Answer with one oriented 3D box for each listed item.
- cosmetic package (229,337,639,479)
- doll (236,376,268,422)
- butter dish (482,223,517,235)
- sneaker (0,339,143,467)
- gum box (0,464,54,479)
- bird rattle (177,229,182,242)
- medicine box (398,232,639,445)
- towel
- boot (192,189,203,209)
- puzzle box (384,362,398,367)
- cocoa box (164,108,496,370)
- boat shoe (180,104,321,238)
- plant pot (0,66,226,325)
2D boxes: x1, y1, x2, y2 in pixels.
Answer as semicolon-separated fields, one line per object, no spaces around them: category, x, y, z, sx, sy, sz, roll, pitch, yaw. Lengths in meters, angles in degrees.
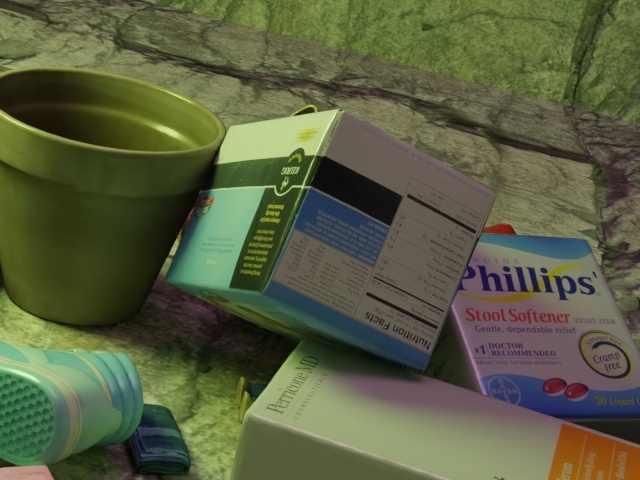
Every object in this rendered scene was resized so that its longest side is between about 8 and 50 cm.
cosmetic package;0.147;0.276;1.513;0.453;0.161;0.230;17;21;10
doll;-0.008;0.204;1.759;0.189;0.046;0.129;8;23;-12
butter dish;0.258;0.069;2.183;0.160;0.118;0.160;-14;76;-54
sneaker;-0.336;0.161;1.584;0.319;0.127;0.208;22;12;33
gum box;-0.331;0.274;1.357;0.188;0.062;0.107;1;25;-30
bird rattle;-0.105;0.025;2.117;0.207;0.143;0.253;-7;40;-19
medicine box;0.247;0.144;1.789;0.264;0.149;0.289;2;50;-26
towel;-0.189;0.225;1.617;0.067;0.029;0.119;6;22;-22
boot;-0.273;-0.121;2.378;0.236;0.089;0.269;15;18;-26
puzzle box;0.109;0.066;1.979;0.409;0.052;0.272;30;42;14
cocoa box;0.000;0.000;1.694;0.231;0.228;0.347;26;-9;-22
boat shoe;-0.100;-0.092;2.078;0.105;0.089;0.285;31;63;33
plant pot;-0.309;-0.049;1.889;0.323;0.280;0.323;12;20;-5
